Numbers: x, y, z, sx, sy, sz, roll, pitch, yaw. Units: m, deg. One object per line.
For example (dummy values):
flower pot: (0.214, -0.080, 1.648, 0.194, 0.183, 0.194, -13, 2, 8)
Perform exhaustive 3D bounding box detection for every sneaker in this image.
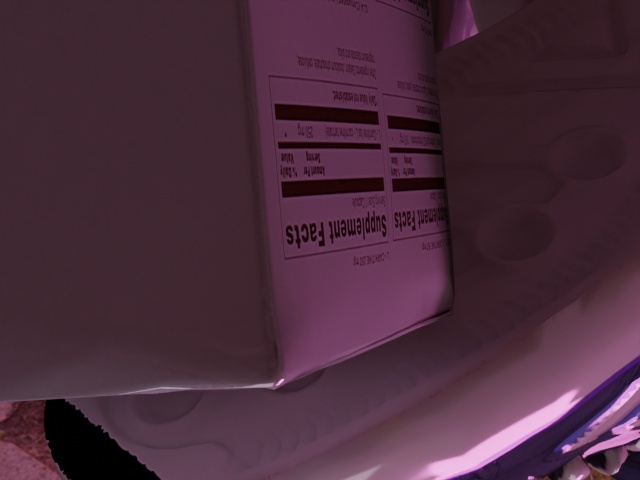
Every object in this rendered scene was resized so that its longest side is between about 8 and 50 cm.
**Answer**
sneaker: (0.086, 0.048, 0.568, 0.323, 0.236, 0.130, -37, -135, -21)

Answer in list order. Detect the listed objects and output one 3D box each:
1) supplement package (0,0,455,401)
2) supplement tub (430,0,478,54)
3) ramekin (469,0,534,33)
supplement package: (-0.085, -0.070, 0.394, 0.194, 0.203, 0.149, -4, -179, 16)
supplement tub: (0.141, -0.144, 0.934, 0.190, 0.117, 0.117, -6, -179, -12)
ramekin: (0.139, -0.101, 0.728, 0.109, 0.207, 0.207, -17, 177, 21)
